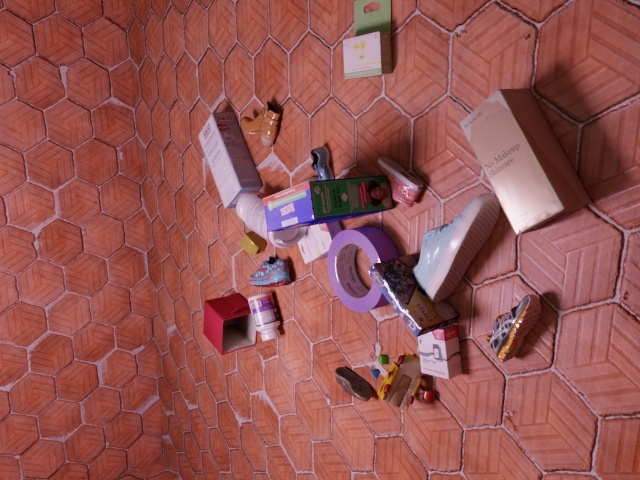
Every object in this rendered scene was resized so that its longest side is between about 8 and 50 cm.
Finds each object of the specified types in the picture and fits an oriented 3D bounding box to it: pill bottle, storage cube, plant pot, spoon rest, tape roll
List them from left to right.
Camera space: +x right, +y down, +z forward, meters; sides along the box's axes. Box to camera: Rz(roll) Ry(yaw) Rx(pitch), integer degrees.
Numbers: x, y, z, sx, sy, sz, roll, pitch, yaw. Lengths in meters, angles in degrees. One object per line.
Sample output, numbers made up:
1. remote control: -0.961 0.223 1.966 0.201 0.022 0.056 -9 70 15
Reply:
1. storage cube: -0.415 0.377 2.553 0.193 0.183 0.215 33 125 46
2. plant pot: -0.281 0.013 2.370 0.083 0.081 0.081 45 133 21
3. pill bottle: -0.234 0.324 2.361 0.108 0.108 0.193 -24 80 53
4. pill bottle: -0.203 -0.092 2.167 0.283 0.160 0.160 31 123 45
5. spoon rest: -0.070 -0.103 2.002 0.137 0.084 0.276 11 75 56
6. tape roll: 0.141 0.093 1.823 0.275 0.090 0.275 17 112 50

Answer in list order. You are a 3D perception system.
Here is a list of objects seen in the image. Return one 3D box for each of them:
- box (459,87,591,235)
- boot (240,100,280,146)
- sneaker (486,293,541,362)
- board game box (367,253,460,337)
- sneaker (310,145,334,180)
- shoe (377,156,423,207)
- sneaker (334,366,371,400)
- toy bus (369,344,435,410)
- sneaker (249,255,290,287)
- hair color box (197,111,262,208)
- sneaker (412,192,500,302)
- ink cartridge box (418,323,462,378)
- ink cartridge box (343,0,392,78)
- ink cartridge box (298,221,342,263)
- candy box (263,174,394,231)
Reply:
1. box: 0.470 -0.185 1.288 0.148 0.121 0.311 -42 66 50
2. boot: -0.231 -0.480 2.181 0.197 0.073 0.152 40 131 24
3. sneaker: 0.484 0.215 1.410 0.083 0.084 0.215 50 136 39
4. board game box: 0.269 0.154 1.607 0.243 0.165 0.042 55 137 29
5. sneaker: -0.004 -0.246 1.936 0.063 0.073 0.162 -11 91 53
6. shoe: 0.225 -0.175 1.660 0.178 0.063 0.081 44 126 32
7. sneaker: 0.122 0.529 1.998 0.188 0.066 0.071 35 143 49
8. toy bus: 0.259 0.423 1.736 0.104 0.202 0.191 -167 60 -83
9. sneaker: -0.205 0.131 2.306 0.262 0.104 0.125 -11 73 49
10. hair color box: -0.395 -0.347 2.394 0.185 0.113 0.374 -40 68 49
11. sneaker: 0.341 0.000 1.498 0.150 0.135 0.366 48 133 30
12. ink cartridge box: 0.349 0.321 1.629 0.109 0.063 0.150 0 99 53
13. ink cartridge box: 0.140 -0.614 1.669 0.171 0.056 0.235 13 111 51
14. ink cartridge box: 0.000 0.000 2.002 0.198 0.067 0.115 -33 72 50
15. candy box: 0.022 -0.117 1.733 0.268 0.317 0.122 -11 90 53
